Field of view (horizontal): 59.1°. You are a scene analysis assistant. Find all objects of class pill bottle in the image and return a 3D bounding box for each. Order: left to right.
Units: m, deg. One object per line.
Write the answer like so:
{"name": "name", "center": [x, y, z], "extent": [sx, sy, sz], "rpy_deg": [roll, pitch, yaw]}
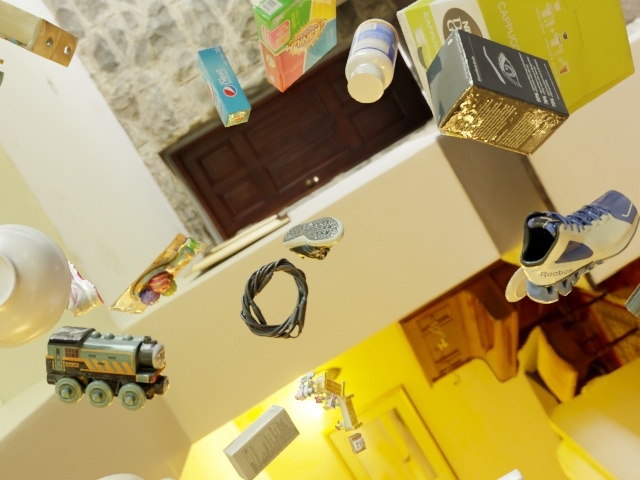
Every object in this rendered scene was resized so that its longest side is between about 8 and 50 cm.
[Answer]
{"name": "pill bottle", "center": [0.162, -0.567, 1.797], "extent": [0.152, 0.152, 0.272], "rpy_deg": [59, -146, -44]}

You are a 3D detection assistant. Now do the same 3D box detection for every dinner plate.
{"name": "dinner plate", "center": [0.604, 0.126, 1.671], "extent": [0.017, 0.141, 0.141], "rpy_deg": [44, 169, 43]}

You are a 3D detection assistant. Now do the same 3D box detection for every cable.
{"name": "cable", "center": [-0.103, 0.129, 1.283], "extent": [0.047, 0.150, 0.185], "rpy_deg": [116, 161, -74]}

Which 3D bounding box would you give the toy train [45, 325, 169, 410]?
{"name": "toy train", "center": [-0.566, 0.332, 1.496], "extent": [0.142, 0.333, 0.191], "rpy_deg": [-65, -22, -74]}

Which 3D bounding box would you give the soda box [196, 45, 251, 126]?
{"name": "soda box", "center": [-0.266, -0.421, 1.540], "extent": [0.210, 0.071, 0.067], "rpy_deg": [63, 157, 12]}

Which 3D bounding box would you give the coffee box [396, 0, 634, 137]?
{"name": "coffee box", "center": [0.442, -0.461, 1.307], "extent": [0.338, 0.338, 0.334], "rpy_deg": [62, 169, -23]}

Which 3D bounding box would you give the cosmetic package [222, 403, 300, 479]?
{"name": "cosmetic package", "center": [-0.095, 0.328, 0.918], "extent": [0.041, 0.115, 0.060], "rpy_deg": [-10, 111, 57]}

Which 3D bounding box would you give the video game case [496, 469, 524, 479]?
{"name": "video game case", "center": [0.277, 0.494, 0.961], "extent": [0.184, 0.201, 0.023], "rpy_deg": [59, -179, -31]}

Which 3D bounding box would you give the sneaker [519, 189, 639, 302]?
{"name": "sneaker", "center": [0.574, -0.016, 1.285], "extent": [0.182, 0.315, 0.127], "rpy_deg": [49, 178, -33]}

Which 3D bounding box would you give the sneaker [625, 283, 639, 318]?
{"name": "sneaker", "center": [0.653, 0.090, 1.067], "extent": [0.221, 0.118, 0.083], "rpy_deg": [6, -148, -39]}

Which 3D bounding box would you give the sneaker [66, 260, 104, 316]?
{"name": "sneaker", "center": [-0.803, 0.154, 1.798], "extent": [0.252, 0.111, 0.103], "rpy_deg": [29, 145, 35]}

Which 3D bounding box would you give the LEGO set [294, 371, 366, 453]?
{"name": "LEGO set", "center": [0.023, 0.468, 1.572], "extent": [0.287, 0.107, 0.132], "rpy_deg": [53, -143, -22]}

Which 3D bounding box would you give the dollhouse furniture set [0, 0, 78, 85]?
{"name": "dollhouse furniture set", "center": [-0.584, -0.345, 1.087], "extent": [0.129, 0.184, 0.129], "rpy_deg": [25, -174, 4]}

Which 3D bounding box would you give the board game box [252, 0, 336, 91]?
{"name": "board game box", "center": [-0.060, -0.595, 1.575], "extent": [0.064, 0.242, 0.316], "rpy_deg": [42, 169, 14]}

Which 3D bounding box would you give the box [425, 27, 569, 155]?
{"name": "box", "center": [0.307, -0.260, 0.998], "extent": [0.108, 0.206, 0.153], "rpy_deg": [124, 152, -50]}

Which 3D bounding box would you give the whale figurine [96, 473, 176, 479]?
{"name": "whale figurine", "center": [-0.281, 0.478, 0.883], "extent": [0.272, 0.216, 0.141], "rpy_deg": [35, -176, -38]}

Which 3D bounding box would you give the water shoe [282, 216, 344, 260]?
{"name": "water shoe", "center": [0.000, 0.000, 1.235], "extent": [0.080, 0.073, 0.203], "rpy_deg": [44, 155, -25]}

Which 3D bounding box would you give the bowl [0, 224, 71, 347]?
{"name": "bowl", "center": [-0.744, 0.099, 1.298], "extent": [0.298, 0.297, 0.134], "rpy_deg": [59, 170, 4]}

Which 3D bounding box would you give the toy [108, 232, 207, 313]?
{"name": "toy", "center": [-0.363, 0.094, 1.313], "extent": [0.056, 0.237, 0.137], "rpy_deg": [41, -179, 20]}
